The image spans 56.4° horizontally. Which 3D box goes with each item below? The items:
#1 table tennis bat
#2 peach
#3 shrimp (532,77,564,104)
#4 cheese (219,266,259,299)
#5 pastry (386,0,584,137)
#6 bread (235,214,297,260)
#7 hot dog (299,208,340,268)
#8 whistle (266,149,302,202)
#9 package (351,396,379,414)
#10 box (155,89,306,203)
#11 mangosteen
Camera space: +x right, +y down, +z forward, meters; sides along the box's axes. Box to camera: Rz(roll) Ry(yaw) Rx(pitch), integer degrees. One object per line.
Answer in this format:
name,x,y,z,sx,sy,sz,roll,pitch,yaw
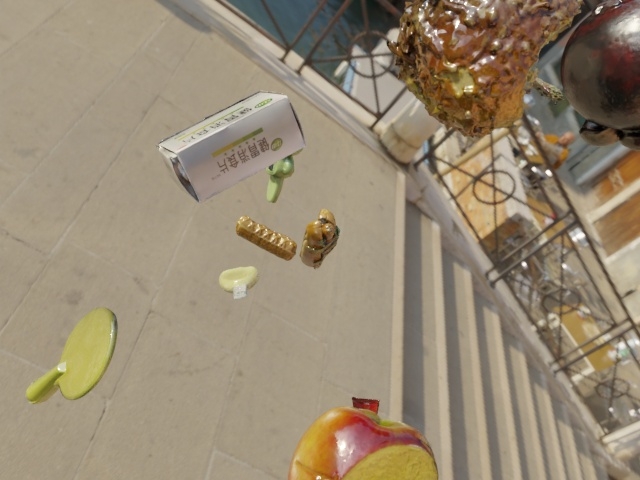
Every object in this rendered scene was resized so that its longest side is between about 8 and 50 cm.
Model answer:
table tennis bat,-0.615,0.310,1.482,0.054,0.369,0.224,31,32,-41
peach,0.060,0.429,1.019,0.249,0.245,0.274,24,77,-3
shrimp,0.637,-0.430,1.696,0.101,0.042,0.190,25,23,-23
cheese,-0.241,0.133,1.797,0.255,0.127,0.050,-132,-150,-74
pastry,0.336,-0.435,1.289,0.338,0.405,0.292,30,8,14
bread,-0.126,-0.005,1.388,0.157,0.052,0.044,29,23,-5
hot dog,0.000,0.000,1.451,0.072,0.269,0.109,35,75,6
whistle,-0.128,-0.282,2.106,0.141,0.293,0.141,5,24,-2
package,0.129,0.552,1.785,0.083,0.200,0.022,7,23,11
box,-0.225,-0.238,1.491,0.333,0.173,0.145,-32,117,-17
mangosteen,0.420,-0.225,0.784,0.210,0.210,0.209,26,40,-24
